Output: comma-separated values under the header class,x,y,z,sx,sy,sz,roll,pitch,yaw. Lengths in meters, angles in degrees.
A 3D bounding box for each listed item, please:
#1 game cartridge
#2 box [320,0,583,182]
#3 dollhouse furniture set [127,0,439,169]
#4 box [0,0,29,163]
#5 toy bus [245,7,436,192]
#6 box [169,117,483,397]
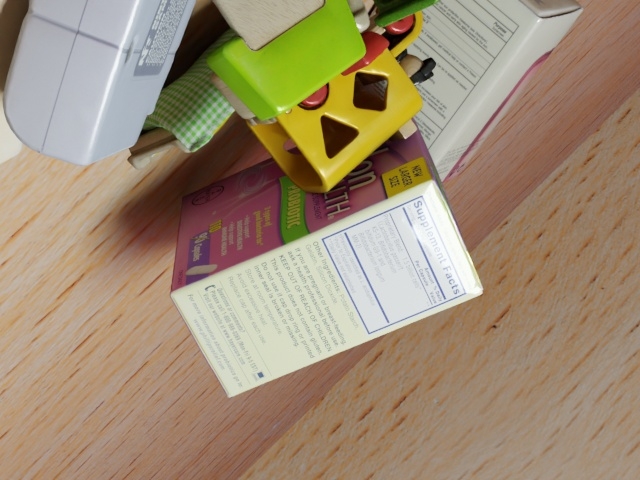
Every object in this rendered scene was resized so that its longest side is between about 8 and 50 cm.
class,x,y,z,sx,sy,sz,roll,pitch,yaw
game cartridge,-0.077,-0.187,0.614,0.198,0.062,0.297,-58,170,-82
box,0.126,-0.184,1.223,0.127,0.148,0.232,-23,154,-56
dollhouse furniture set,-0.063,-0.179,0.886,0.197,0.151,0.301,-38,-167,-22
box,-0.207,-0.145,0.517,0.148,0.121,0.311,-35,161,-34
toy bus,0.038,-0.128,1.039,0.202,0.104,0.191,-29,-164,30
box,0.000,0.000,1.099,0.243,0.117,0.213,-22,-156,8
